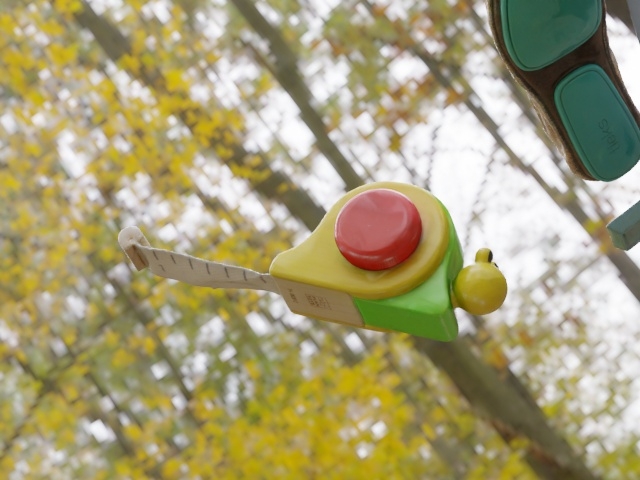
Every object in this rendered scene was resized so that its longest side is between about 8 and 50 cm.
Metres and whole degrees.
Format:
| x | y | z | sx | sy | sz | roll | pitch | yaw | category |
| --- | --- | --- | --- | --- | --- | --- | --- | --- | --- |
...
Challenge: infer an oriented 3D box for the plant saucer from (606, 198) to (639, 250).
| x | y | z | sx | sy | sz | roll | pitch | yaw | category |
| --- | --- | --- | --- | --- | --- | --- | --- | --- | --- |
| 0.366 | -0.058 | 1.748 | 0.192 | 0.018 | 0.067 | -39 | -25 | 1 | plant saucer |

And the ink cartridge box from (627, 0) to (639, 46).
| x | y | z | sx | sy | sz | roll | pitch | yaw | category |
| --- | --- | --- | --- | --- | --- | --- | --- | --- | --- |
| 0.346 | -0.218 | 1.478 | 0.186 | 0.311 | 0.065 | -19 | 9 | -20 | ink cartridge box |

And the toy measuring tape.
| x | y | z | sx | sy | sz | roll | pitch | yaw | category |
| --- | --- | --- | --- | --- | --- | --- | --- | --- | --- |
| 0.000 | 0.000 | 1.429 | 0.121 | 0.330 | 0.121 | -38 | -47 | -55 | toy measuring tape |

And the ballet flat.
| x | y | z | sx | sy | sz | roll | pitch | yaw | category |
| --- | --- | --- | --- | --- | --- | --- | --- | --- | --- |
| 0.198 | -0.178 | 1.552 | 0.107 | 0.106 | 0.316 | -28 | -47 | -3 | ballet flat |
